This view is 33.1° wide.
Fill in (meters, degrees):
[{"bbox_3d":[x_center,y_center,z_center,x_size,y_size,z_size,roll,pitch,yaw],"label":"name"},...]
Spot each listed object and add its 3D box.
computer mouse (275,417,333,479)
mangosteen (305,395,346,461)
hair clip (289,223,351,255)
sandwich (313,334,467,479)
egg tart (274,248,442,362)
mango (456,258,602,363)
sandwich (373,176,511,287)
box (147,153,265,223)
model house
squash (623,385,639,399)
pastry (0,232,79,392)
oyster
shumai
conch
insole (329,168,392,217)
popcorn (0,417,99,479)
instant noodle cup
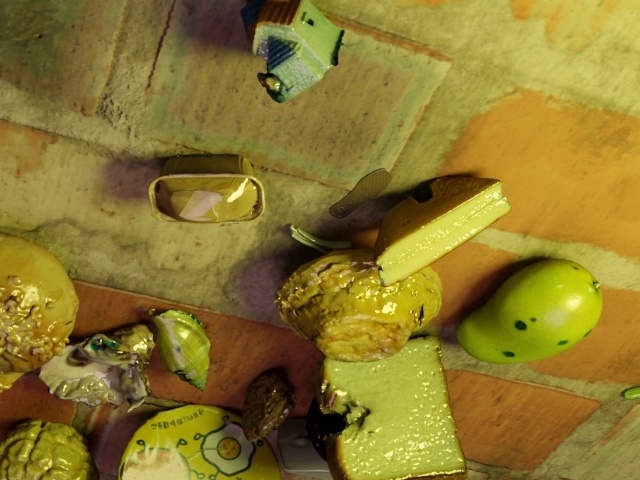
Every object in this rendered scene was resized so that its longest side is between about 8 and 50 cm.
[{"bbox_3d":[0.022,0.418,2.182,0.231,0.128,0.079,9,137,-15],"label":"computer mouse"},{"bbox_3d":[0.085,0.338,2.068,0.230,0.194,0.194,-17,141,-20],"label":"mangosteen"},{"bbox_3d":[0.000,-0.001,1.803,0.115,0.030,0.039,24,113,-27],"label":"hair clip"},{"bbox_3d":[0.120,0.317,1.924,0.249,0.273,0.095,-3,154,-17],"label":"sandwich"},{"bbox_3d":[0.069,0.123,1.838,0.294,0.123,0.294,-5,148,-3],"label":"egg tart"},{"bbox_3d":[0.363,0.135,1.874,0.175,0.143,0.293,28,140,-25],"label":"mango"},{"bbox_3d":[0.177,-0.030,1.712,0.244,0.088,0.090,-31,130,-1],"label":"sandwich"},{"bbox_3d":[-0.175,-0.074,1.666,0.177,0.111,0.111,-1,137,0],"label":"box"},{"bbox_3d":[-0.058,-0.282,1.430,0.119,0.148,0.148,-24,119,29],"label":"model house"},{"bbox_3d":[0.643,0.296,2.127,0.089,0.027,0.027,-18,134,16],"label":"squash"},{"bbox_3d":[-0.570,0.129,1.785,0.316,0.184,0.284,-16,118,10],"label":"pastry"},{"bbox_3d":[-0.418,0.235,2.012,0.223,0.083,0.214,9,133,-2],"label":"oyster"},{"bbox_3d":[-0.091,0.322,2.086,0.105,0.123,0.139,1,125,-17],"label":"shumai"},{"bbox_3d":[-0.251,0.198,1.985,0.095,0.079,0.200,-15,129,-11],"label":"conch"},{"bbox_3d":[0.065,-0.075,1.740,0.045,0.002,0.135,32,128,-29],"label":"insole"},{"bbox_3d":[-0.553,0.474,2.198,0.206,0.251,0.237,-42,90,9],"label":"popcorn"},{"bbox_3d":[-0.257,0.529,2.181,0.326,0.325,0.254,8,146,-9],"label":"instant noodle cup"}]
